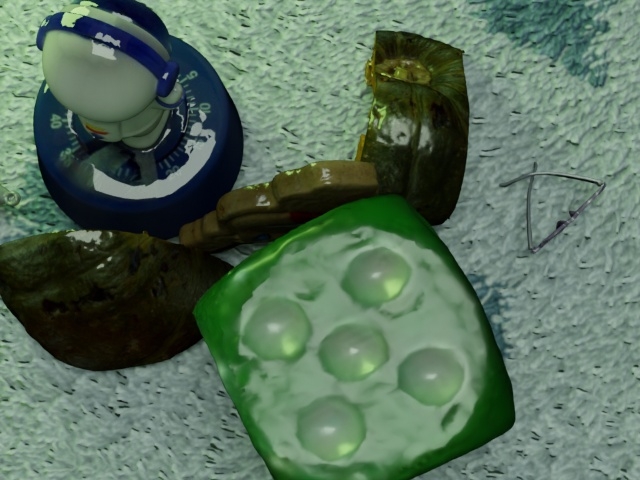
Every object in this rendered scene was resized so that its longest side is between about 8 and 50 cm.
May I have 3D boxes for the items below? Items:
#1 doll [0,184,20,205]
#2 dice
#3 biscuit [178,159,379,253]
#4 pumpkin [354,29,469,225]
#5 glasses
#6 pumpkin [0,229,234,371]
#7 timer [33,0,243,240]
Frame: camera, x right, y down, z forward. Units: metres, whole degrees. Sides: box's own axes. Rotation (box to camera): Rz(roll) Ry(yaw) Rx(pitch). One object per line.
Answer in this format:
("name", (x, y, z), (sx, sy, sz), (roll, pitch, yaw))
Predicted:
("doll", (-0.488, -0.082, 1.403), (0.228, 0.075, 0.102), (19, 93, 13))
("dice", (0.037, 0.139, 1.261), (0.287, 0.297, 0.300), (-26, 80, -5))
("biscuit", (-0.052, -0.030, 1.315), (0.320, 0.183, 0.047), (-15, 73, 34))
("pumpkin", (0.115, -0.141, 1.440), (0.139, 0.190, 0.280), (9, 33, 0))
("glasses", (0.296, -0.062, 1.439), (0.140, 0.062, 0.104), (-40, 80, -12))
("pumpkin", (-0.261, 0.073, 1.324), (0.312, 0.169, 0.148), (-4, 75, -3))
("timer", (-0.227, -0.166, 1.274), (0.271, 0.383, 0.270), (1, 77, -3))
